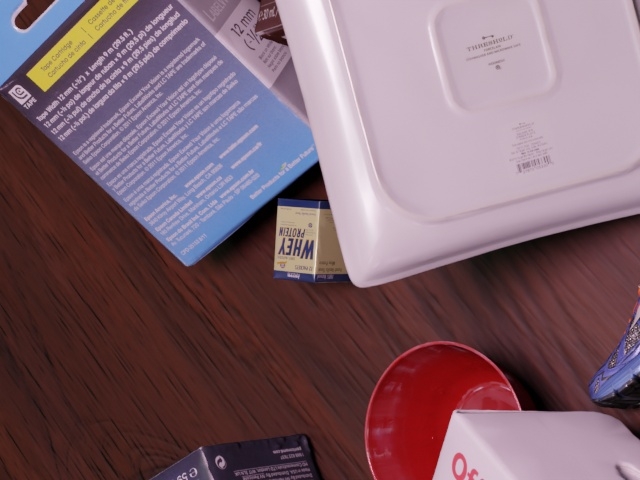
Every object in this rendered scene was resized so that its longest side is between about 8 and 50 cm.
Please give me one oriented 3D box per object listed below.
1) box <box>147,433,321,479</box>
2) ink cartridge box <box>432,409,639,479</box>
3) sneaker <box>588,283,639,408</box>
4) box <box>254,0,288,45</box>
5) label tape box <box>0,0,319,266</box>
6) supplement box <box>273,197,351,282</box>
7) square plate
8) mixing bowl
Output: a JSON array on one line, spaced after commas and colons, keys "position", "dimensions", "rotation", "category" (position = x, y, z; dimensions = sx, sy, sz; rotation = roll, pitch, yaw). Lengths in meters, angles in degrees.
[{"position": [-0.114, 0.397, 1.761], "dimensions": [0.296, 0.183, 0.294], "rotation": [-35, 69, 32], "category": "box"}, {"position": [0.189, 0.378, 1.443], "dimensions": [0.285, 0.166, 0.394], "rotation": [47, 128, 56], "category": "ink cartridge box"}, {"position": [0.316, 0.064, 1.515], "dimensions": [0.221, 0.083, 0.087], "rotation": [-51, 47, 18], "category": "sneaker"}, {"position": [0.058, -0.369, 1.604], "dimensions": [0.191, 0.143, 0.381], "rotation": [-177, 100, -73], "category": "box"}, {"position": [-0.170, -0.172, 1.740], "dimensions": [0.348, 0.115, 0.249], "rotation": [45, 127, -11], "category": "label tape box"}, {"position": [0.000, 0.000, 1.745], "dimensions": [0.056, 0.083, 0.083], "rotation": [5, 93, 38], "category": "supplement box"}, {"position": [0.152, -0.165, 1.488], "dimensions": [0.347, 0.049, 0.344], "rotation": [-15, 90, -7], "category": "square plate"}, {"position": [0.143, 0.187, 1.620], "dimensions": [0.181, 0.098, 0.181], "rotation": [-2, 87, 38], "category": "mixing bowl"}]
